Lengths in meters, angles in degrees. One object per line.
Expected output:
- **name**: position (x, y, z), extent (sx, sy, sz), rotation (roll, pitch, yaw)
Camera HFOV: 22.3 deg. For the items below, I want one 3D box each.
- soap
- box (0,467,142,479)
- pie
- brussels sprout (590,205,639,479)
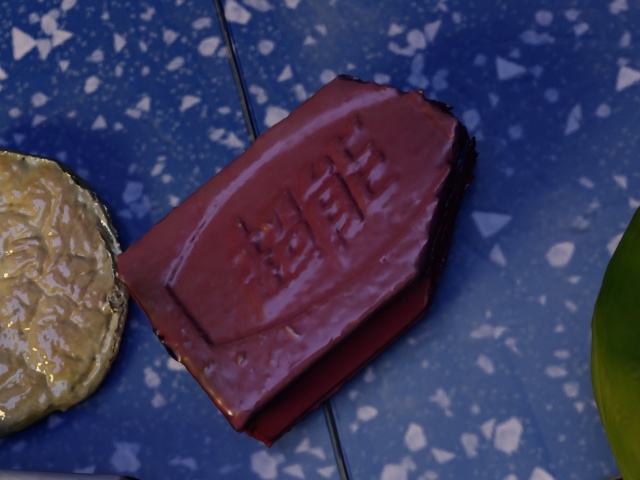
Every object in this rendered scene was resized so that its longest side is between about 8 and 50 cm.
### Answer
- **soap**: position (0.000, 0.000, 1.103), extent (0.250, 0.099, 0.162), rotation (-41, 66, -2)
- **box**: position (-0.296, 0.239, 1.085), extent (0.370, 0.112, 0.190), rotation (1, 78, 11)
- **pie**: position (-0.227, 0.045, 1.151), extent (0.185, 0.052, 0.218), rotation (26, 80, 16)
- **brussels sprout**: position (0.326, 0.064, 0.944), extent (0.344, 0.268, 0.344), rotation (2, 100, 13)
